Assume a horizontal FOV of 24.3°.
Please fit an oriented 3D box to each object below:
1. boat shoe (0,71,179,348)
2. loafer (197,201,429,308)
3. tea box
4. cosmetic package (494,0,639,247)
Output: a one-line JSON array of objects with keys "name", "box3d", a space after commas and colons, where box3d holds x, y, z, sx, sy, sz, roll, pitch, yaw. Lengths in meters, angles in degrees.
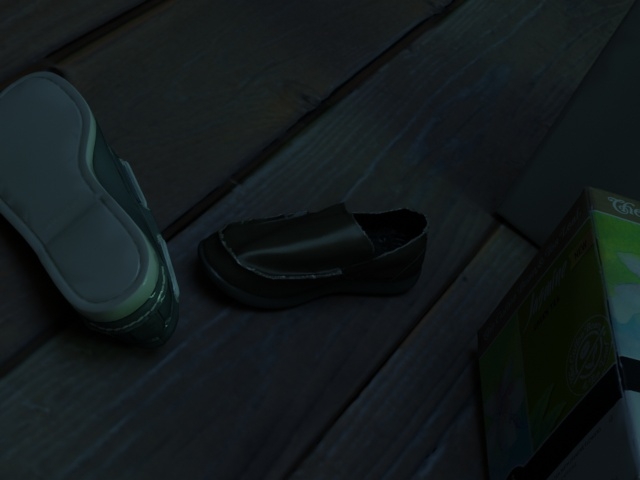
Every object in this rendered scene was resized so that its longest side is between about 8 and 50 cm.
[{"name": "boat shoe", "box3d": [-0.211, -0.027, 1.306, 0.319, 0.116, 0.099, 55, 0, 40]}, {"name": "loafer", "box3d": [0.000, 0.000, 1.390, 0.251, 0.087, 0.094, -5, 48, -37]}, {"name": "tea box", "box3d": [0.336, 0.171, 1.289, 0.329, 0.220, 0.323, 17, 41, -16]}, {"name": "cosmetic package", "box3d": [0.377, -0.123, 1.538, 0.217, 0.385, 0.156, 41, 39, 11]}]
